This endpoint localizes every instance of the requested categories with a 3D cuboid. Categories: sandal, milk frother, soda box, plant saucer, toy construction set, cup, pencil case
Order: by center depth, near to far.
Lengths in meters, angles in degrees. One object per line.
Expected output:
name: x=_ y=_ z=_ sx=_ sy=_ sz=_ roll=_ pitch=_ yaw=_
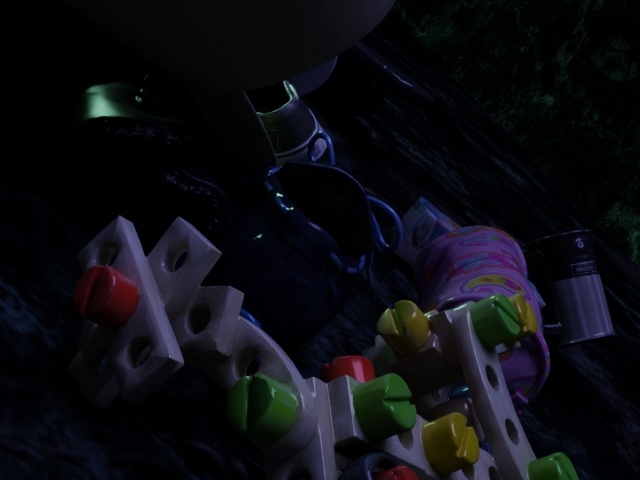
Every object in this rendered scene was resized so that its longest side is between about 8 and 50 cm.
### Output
toy construction set: x=0.021 y=0.090 z=0.667 sx=0.327 sy=0.151 sz=0.215 roll=20 pitch=49 yaw=-36
cup: x=-0.064 y=-0.244 z=0.826 sx=0.237 sy=0.331 sz=0.331 roll=63 pitch=2 yaw=-30
plant saucer: x=-0.126 y=-0.150 z=1.071 sx=0.241 sy=0.037 sz=0.241 roll=51 pitch=-8 yaw=11
pencil case: x=0.141 y=0.069 z=1.096 sx=0.124 sy=0.124 sz=0.284 roll=40 pitch=13 yaw=-3
soda box: x=0.165 y=0.033 z=1.365 sx=0.183 sy=0.063 sz=0.058 roll=36 pitch=15 yaw=-18
milk frother: x=0.282 y=0.069 z=1.513 sx=0.143 sy=0.129 sz=0.135 roll=124 pitch=-44 yaw=-77
sandal: x=0.014 y=-0.256 z=1.797 sx=0.167 sy=0.107 sz=0.445 roll=26 pitch=8 yaw=-40

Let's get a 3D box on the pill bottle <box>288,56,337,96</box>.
pill bottle: x=-0.049 y=-0.305 z=1.588 sx=0.162 sy=0.162 sz=0.278 roll=34 pitch=25 yaw=-23

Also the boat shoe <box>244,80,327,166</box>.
boat shoe: x=-0.059 y=-0.138 z=1.150 sx=0.070 sy=0.077 sz=0.219 roll=60 pitch=-10 yaw=-32

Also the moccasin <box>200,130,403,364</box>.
moccasin: x=0.000 y=0.000 z=0.940 sx=0.137 sy=0.117 sz=0.342 roll=39 pitch=15 yaw=-8

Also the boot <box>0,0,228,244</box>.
boot: x=-0.175 y=-0.113 z=0.869 sx=0.246 sy=0.094 sz=0.207 roll=40 pitch=9 yaw=-28
